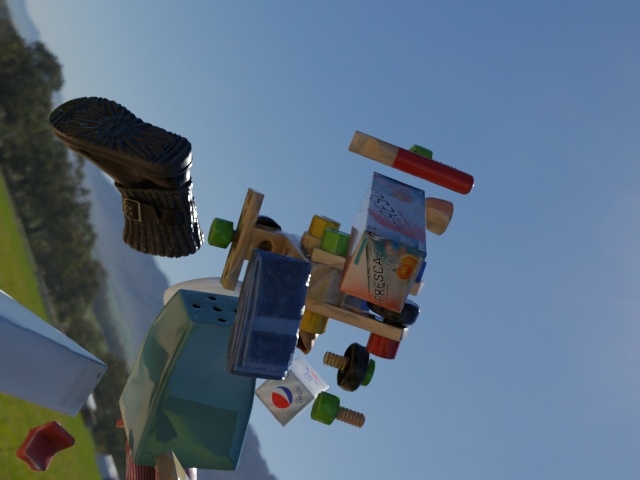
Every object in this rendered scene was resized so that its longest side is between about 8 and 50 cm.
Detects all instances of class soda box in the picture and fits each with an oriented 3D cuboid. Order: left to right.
[{"bbox_3d":[-0.058,0.318,2.040,0.098,0.091,0.286,47,2,7],"label":"soda box"},{"bbox_3d":[0.060,-0.004,0.878,0.183,0.058,0.063,-76,-172,-70],"label":"soda box"}]

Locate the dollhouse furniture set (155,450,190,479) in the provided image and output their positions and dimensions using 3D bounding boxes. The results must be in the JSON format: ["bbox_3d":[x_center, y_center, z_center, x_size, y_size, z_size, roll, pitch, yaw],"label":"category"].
[{"bbox_3d":[-0.227,0.381,1.262,0.151,0.123,0.144,-115,-175,-49],"label":"dollhouse furniture set"}]

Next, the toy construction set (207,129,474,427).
[{"bbox_3d":[0.000,0.000,1.091,0.257,0.237,0.308,-84,-163,-57],"label":"toy construction set"}]

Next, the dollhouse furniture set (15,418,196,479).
[{"bbox_3d":[-0.366,0.404,1.698,0.374,0.152,0.201,21,58,-53],"label":"dollhouse furniture set"}]

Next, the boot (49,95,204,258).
[{"bbox_3d":[-0.392,-0.121,1.924,0.348,0.131,0.260,28,-40,24],"label":"boot"}]

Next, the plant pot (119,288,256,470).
[{"bbox_3d":[-0.190,0.203,1.463,0.234,0.166,0.165,-70,-154,19],"label":"plant pot"}]

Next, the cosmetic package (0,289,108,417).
[{"bbox_3d":[-0.511,0.087,1.305,0.377,0.097,0.284,29,-11,25],"label":"cosmetic package"}]

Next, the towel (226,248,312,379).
[{"bbox_3d":[-0.047,0.071,0.903,0.029,0.067,0.119,12,-90,63],"label":"towel"}]

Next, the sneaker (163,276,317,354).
[{"bbox_3d":[-0.145,0.144,1.711,0.106,0.290,0.123,94,2,-56],"label":"sneaker"}]
